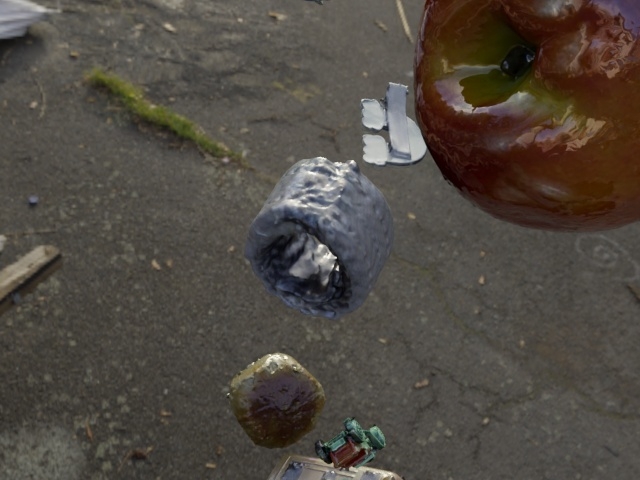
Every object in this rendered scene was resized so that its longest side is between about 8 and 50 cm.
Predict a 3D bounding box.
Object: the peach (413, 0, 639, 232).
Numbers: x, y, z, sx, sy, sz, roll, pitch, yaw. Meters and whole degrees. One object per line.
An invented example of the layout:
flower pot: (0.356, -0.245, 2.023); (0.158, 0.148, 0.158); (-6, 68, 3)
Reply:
peach: (0.260, -0.170, 0.746); (0.406, 0.310, 0.335); (-2, 66, -60)

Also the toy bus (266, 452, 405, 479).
toy bus: (0.039, 0.499, 1.324); (0.290, 0.157, 0.139); (-1, 35, 35)

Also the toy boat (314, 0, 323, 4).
toy boat: (-0.023, -0.372, 1.001); (0.175, 0.091, 0.110); (11, 47, -50)

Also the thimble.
thimble: (0.000, 0.000, 1.119); (0.217, 0.245, 0.157); (16, 49, 11)

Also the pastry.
pastry: (-0.086, 0.331, 1.453); (0.182, 0.192, 0.093); (-35, 14, -10)

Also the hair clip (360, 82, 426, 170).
hair clip: (0.146, -0.218, 1.386); (0.140, 0.054, 0.220); (13, 53, -18)

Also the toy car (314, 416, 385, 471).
toy car: (0.049, 0.302, 1.026); (0.073, 0.143, 0.054); (-37, 61, 6)
